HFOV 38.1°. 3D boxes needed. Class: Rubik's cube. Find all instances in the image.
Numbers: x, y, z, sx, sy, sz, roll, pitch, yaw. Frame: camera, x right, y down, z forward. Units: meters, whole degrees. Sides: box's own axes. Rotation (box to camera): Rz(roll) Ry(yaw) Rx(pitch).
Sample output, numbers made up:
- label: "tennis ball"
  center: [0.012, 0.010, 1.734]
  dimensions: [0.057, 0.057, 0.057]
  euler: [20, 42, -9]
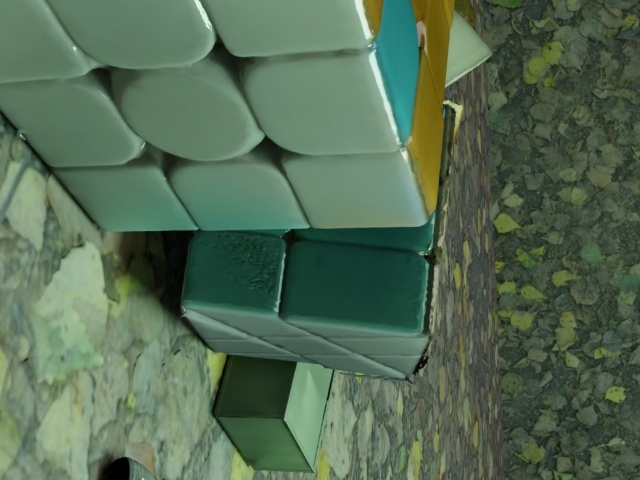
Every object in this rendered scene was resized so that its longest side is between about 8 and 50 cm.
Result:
- label: "Rubik's cube"
  center: [0.000, 0.000, 0.903]
  dimensions: [0.221, 0.231, 0.225]
  euler: [88, 9, -73]
- label: "Rubik's cube"
  center: [-0.067, -0.201, 0.686]
  dimensions: [0.291, 0.290, 0.292]
  euler: [63, 32, -54]

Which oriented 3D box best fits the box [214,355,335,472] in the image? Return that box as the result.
- label: "box"
  center: [-0.040, 0.137, 1.073]
  dimensions: [0.129, 0.086, 0.225]
  euler: [69, 26, -48]

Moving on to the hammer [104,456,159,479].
- label: "hammer"
  center: [-0.105, 0.309, 0.926]
  dimensions: [0.427, 0.044, 0.152]
  euler: [58, 34, -57]

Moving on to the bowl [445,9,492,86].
- label: "bowl"
  center: [0.075, -0.233, 1.232]
  dimensions: [0.145, 0.277, 0.277]
  euler: [56, 25, -8]

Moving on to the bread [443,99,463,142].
- label: "bread"
  center: [0.165, -0.192, 1.585]
  dimensions: [0.126, 0.068, 0.188]
  euler: [-69, -155, 8]

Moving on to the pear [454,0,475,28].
- label: "pear"
  center: [0.144, -0.329, 1.483]
  dimensions: [0.188, 0.211, 0.229]
  euler: [64, 31, -56]
